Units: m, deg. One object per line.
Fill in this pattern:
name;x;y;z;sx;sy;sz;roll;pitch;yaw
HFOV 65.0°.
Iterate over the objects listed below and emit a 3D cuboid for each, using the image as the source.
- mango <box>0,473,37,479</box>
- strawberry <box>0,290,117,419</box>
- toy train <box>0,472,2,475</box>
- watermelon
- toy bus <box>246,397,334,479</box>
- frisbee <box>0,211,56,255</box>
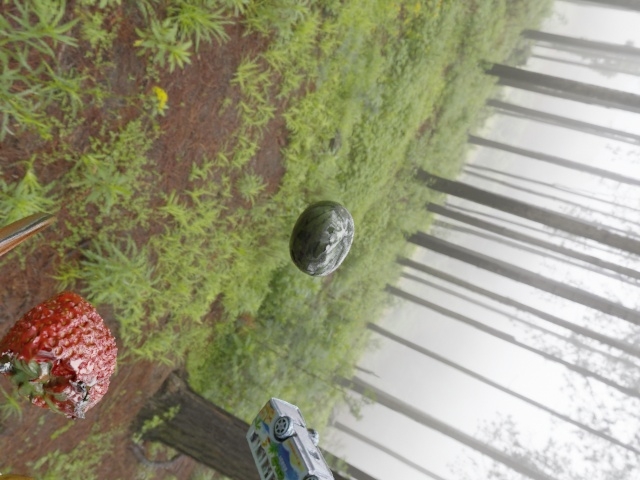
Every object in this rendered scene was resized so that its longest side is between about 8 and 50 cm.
mango;-0.203;0.325;0.369;0.120;0.177;0.295;-28;108;-36
strawberry;-0.553;0.237;1.096;0.257;0.261;0.261;-58;158;-50
toy train;-0.543;0.441;0.846;0.085;0.250;0.053;-63;164;-61
watermelon;0.000;0.000;0.647;0.078;0.078;0.110;-31;149;-58
toy bus;-0.050;0.490;1.053;0.136;0.329;0.109;-48;127;5
frisbee;-0.426;0.036;0.580;0.021;0.251;0.251;58;44;-15
